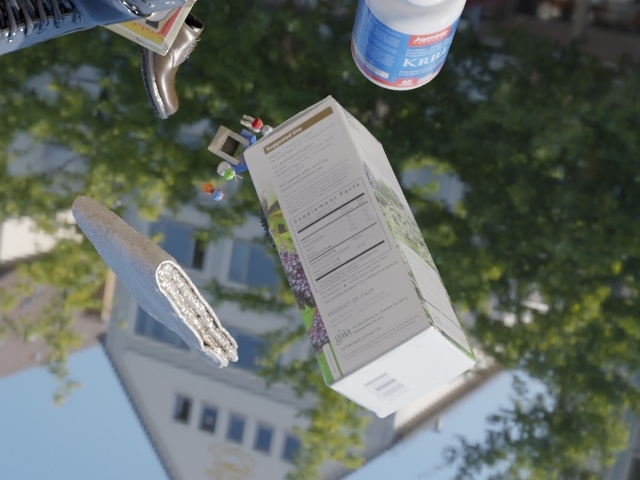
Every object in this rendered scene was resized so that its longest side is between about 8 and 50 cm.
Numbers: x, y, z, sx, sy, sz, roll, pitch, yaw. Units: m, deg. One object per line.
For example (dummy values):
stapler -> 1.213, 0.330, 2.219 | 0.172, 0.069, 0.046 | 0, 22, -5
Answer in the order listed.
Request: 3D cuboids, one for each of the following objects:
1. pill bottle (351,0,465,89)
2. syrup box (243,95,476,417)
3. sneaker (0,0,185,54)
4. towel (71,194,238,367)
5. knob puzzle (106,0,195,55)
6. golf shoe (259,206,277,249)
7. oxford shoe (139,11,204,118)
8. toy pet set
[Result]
pill bottle -> 0.106, -0.280, 1.472 | 0.124, 0.124, 0.221 | 9, 160, -1
syrup box -> 0.028, 0.010, 0.999 | 0.093, 0.096, 0.237 | 39, -156, -53
sneaker -> -0.186, -0.172, 0.834 | 0.163, 0.086, 0.226 | -11, -165, 25
towel -> -0.215, 0.062, 1.634 | 0.187, 0.049, 0.282 | 33, 163, 33
knob puzzle -> -0.207, -0.328, 1.375 | 0.213, 0.213, 0.030 | 9, -168, -3
golf shoe -> 0.000, 0.000, 1.737 | 0.198, 0.094, 0.077 | 43, -141, -27
oxford shoe -> -0.210, -0.272, 1.753 | 0.096, 0.227, 0.083 | -5, -142, -9
toy pet set -> -0.106, -0.107, 1.682 | 0.065, 0.122, 0.114 | 29, -178, -28
